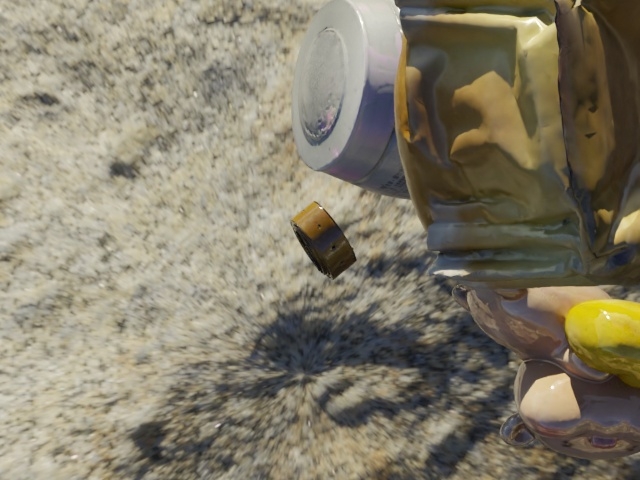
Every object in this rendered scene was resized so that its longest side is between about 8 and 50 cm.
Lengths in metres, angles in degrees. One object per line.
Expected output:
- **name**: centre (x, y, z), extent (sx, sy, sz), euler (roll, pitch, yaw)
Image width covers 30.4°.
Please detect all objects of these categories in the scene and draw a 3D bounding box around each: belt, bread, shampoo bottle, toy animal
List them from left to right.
- **belt**: centre (0.000, 0.000, 1.079), extent (0.036, 0.083, 0.059), euler (-39, 52, -9)
- **shampoo bottle**: centre (0.113, -0.193, 1.574), extent (0.266, 0.273, 0.272), euler (7, 83, -24)
- **toy animal**: centre (0.328, 0.176, 1.535), extent (0.345, 0.277, 0.246), euler (19, 95, 0)
- **bread**: centre (0.138, -0.060, 0.487), extent (0.241, 0.107, 0.136), euler (-13, 100, -40)
